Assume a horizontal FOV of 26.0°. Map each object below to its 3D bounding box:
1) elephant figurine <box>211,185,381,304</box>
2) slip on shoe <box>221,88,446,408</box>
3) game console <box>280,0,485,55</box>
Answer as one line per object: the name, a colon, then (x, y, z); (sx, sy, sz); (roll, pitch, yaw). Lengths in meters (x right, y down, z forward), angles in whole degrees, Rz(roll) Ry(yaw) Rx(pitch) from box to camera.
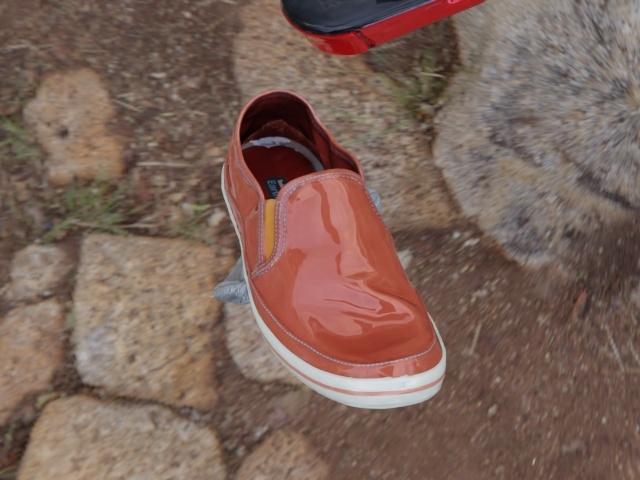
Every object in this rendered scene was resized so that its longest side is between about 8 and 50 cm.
elephant figurine: (-0.032, 0.033, 1.472); (0.169, 0.239, 0.186); (0, 121, 22)
slip on shoe: (0.000, 0.000, 1.044); (0.123, 0.331, 0.101); (-10, 131, -15)
game console: (0.106, -0.365, 1.261); (0.342, 0.060, 0.386); (-21, 55, 17)
